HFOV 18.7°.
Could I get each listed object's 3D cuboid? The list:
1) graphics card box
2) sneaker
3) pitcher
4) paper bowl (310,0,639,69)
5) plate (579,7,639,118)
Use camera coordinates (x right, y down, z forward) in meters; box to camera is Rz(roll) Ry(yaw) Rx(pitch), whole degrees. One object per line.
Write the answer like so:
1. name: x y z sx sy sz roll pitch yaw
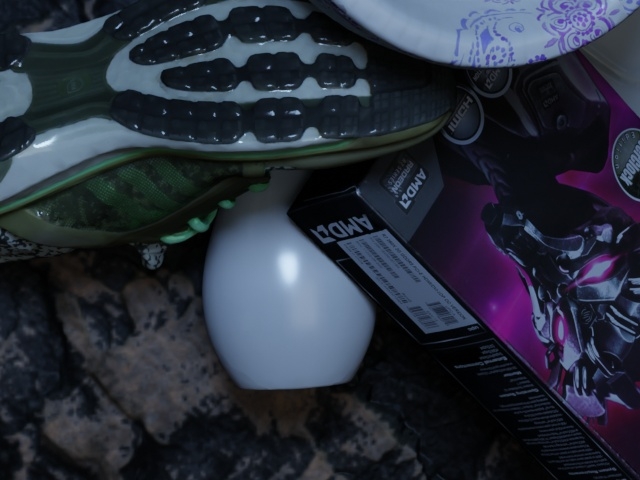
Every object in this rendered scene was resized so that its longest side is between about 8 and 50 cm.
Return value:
1. graphics card box: 0.172 0.012 1.409 0.371 0.094 0.233 45 60 -19
2. sneaker: -0.106 -0.061 1.305 0.410 0.158 0.182 -7 144 11
3. pitcher: 0.000 0.000 1.408 0.177 0.125 0.207 -3 90 -20
4. paper bowl: 0.087 -0.253 1.193 0.284 0.148 0.284 -4 104 -15
5. plate: 0.220 -0.246 1.461 0.278 0.045 0.277 35 88 -16
